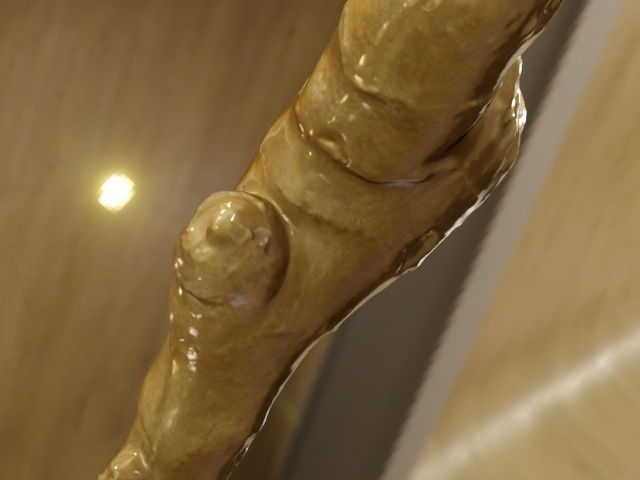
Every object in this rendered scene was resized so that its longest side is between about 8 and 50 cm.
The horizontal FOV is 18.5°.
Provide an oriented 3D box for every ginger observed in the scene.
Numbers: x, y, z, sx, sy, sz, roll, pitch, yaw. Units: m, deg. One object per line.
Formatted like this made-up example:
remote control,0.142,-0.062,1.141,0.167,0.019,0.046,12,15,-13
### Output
ginger,0.000,0.000,0.733,0.333,0.081,0.148,-55,-8,19
